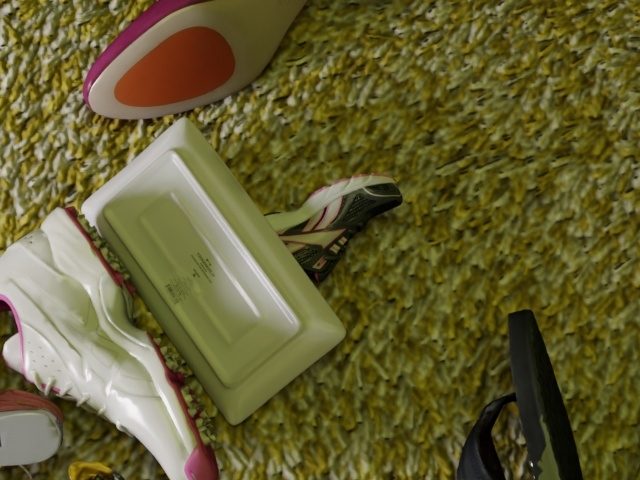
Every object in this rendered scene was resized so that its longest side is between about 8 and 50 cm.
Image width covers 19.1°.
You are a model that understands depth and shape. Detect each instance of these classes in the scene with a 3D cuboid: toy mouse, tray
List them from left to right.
[{"bbox_3d":[-0.234,0.263,1.714,0.161,0.031,0.143,28,68,8],"label":"toy mouse"},{"bbox_3d":[-0.108,0.026,1.789,0.145,0.030,0.270,-40,73,12],"label":"tray"}]

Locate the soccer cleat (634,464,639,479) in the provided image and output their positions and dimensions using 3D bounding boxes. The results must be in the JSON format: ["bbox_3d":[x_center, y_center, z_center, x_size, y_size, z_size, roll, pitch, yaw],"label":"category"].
[{"bbox_3d":[0.322,0.235,1.715,0.093,0.121,0.289,17,68,3],"label":"soccer cleat"}]

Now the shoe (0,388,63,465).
[{"bbox_3d":[-0.319,0.173,1.715,0.178,0.081,0.064,-3,97,-4],"label":"shoe"}]

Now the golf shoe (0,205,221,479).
[{"bbox_3d":[-0.203,0.118,1.746,0.140,0.115,0.306,-32,66,-4],"label":"golf shoe"}]

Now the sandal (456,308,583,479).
[{"bbox_3d":[0.183,0.271,1.677,0.107,0.167,0.446,-11,67,11],"label":"sandal"}]

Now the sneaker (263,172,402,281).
[{"bbox_3d":[0.000,0.000,1.826,0.178,0.072,0.077,-24,76,0],"label":"sneaker"}]

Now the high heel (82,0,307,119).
[{"bbox_3d":[-0.093,-0.259,1.924,0.377,0.127,0.181,-29,44,-10],"label":"high heel"}]
